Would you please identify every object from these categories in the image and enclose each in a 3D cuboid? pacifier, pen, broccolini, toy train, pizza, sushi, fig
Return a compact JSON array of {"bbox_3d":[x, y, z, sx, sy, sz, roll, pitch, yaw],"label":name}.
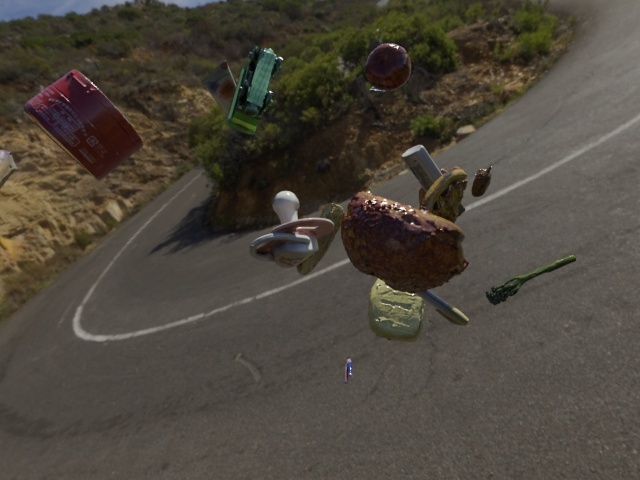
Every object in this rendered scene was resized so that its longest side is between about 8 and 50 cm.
[{"bbox_3d":[-0.100,-0.024,1.441,0.332,0.220,0.273,-38,25,52],"label":"pacifier"},{"bbox_3d":[0.290,0.155,1.113,0.040,0.233,0.032,-58,-9,18],"label":"pen"},{"bbox_3d":[0.892,0.170,1.771,0.391,0.079,0.074,-24,-14,4],"label":"broccolini"},{"bbox_3d":[-0.233,-0.536,1.480,0.202,0.120,0.301,-34,42,56],"label":"toy train"},{"bbox_3d":[0.304,-0.094,0.994,0.046,0.134,0.175,24,67,43],"label":"pizza"},{"bbox_3d":[0.545,-0.197,1.409,0.052,0.120,0.055,16,55,21],"label":"sushi"},{"bbox_3d":[0.184,-0.479,1.157,0.128,0.128,0.150,-31,21,7],"label":"fig"}]

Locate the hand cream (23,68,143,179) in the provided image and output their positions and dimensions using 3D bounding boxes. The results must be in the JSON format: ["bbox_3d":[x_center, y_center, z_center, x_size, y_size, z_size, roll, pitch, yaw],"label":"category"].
[{"bbox_3d":[-0.552,-0.266,0.982,0.149,0.230,0.230,-47,22,-18],"label":"hand cream"}]

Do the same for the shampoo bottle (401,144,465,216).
[{"bbox_3d":[0.320,-0.163,1.182,0.056,0.227,0.086,-42,14,-11],"label":"shampoo bottle"}]

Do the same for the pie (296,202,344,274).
[{"bbox_3d":[0.000,0.000,1.756,0.338,0.075,0.338,-56,-14,-22],"label":"pie"}]

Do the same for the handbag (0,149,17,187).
[{"bbox_3d":[-0.758,-0.133,0.900,0.117,0.095,0.173,5,48,-7],"label":"handbag"}]

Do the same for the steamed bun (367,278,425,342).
[{"bbox_3d":[0.313,0.277,1.720,0.231,0.166,0.273,4,69,12],"label":"steamed bun"}]

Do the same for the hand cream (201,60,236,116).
[{"bbox_3d":[-0.369,-0.574,1.696,0.124,0.078,0.341,-41,-18,-5],"label":"hand cream"}]

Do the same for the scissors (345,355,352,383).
[{"bbox_3d":[0.085,0.385,1.263,0.113,0.012,0.039,-80,9,-69],"label":"scissors"}]

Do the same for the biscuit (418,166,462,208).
[{"bbox_3d":[0.441,-0.154,1.595,0.043,0.284,0.306,5,17,-14],"label":"biscuit"}]

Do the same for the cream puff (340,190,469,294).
[{"bbox_3d":[0.147,0.009,0.763,0.240,0.239,0.164,14,90,66],"label":"cream puff"}]

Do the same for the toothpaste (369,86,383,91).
[{"bbox_3d":[0.213,-0.507,1.261,0.056,0.036,0.205,11,52,32],"label":"toothpaste"}]
